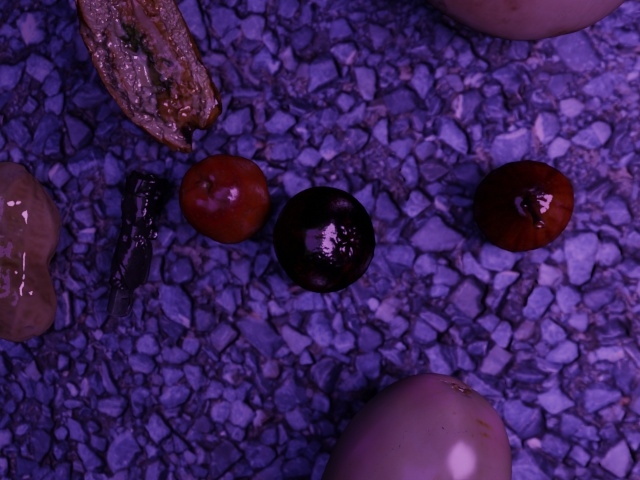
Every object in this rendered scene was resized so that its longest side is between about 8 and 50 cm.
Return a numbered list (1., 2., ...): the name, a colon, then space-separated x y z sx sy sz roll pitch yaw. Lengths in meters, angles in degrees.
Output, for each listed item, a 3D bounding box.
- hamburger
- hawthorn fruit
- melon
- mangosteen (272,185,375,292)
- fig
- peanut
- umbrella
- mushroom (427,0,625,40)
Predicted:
1. hamburger: -0.246 -0.251 0.805 0.144 0.156 0.283 -26 90 -8
2. hawthorn fruit: -0.138 -0.062 0.790 0.133 0.138 0.132 0 89 16
3. melon: 0.111 0.324 0.696 0.223 0.223 0.317 25 101 11
4. mangosteen: 0.000 0.000 0.767 0.152 0.152 0.152 0 90 12
5. fig: 0.256 -0.041 0.712 0.128 0.150 0.128 20 120 40
6. peanut: -0.488 0.019 0.878 0.130 0.130 0.290 2 94 12
7. umbrella: -0.299 0.008 0.868 0.066 0.059 0.235 18 97 33
8. mushroom: 0.230 -0.412 0.664 0.362 0.294 0.362 2 82 -16
